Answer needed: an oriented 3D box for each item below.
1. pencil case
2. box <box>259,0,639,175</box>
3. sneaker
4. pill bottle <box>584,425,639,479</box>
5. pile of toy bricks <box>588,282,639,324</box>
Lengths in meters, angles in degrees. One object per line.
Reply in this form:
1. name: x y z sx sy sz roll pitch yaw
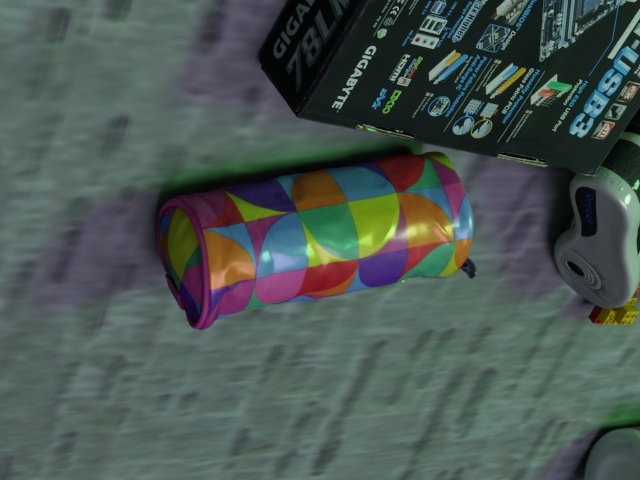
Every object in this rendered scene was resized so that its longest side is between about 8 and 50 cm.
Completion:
1. pencil case: 0.000 0.000 1.220 0.236 0.104 0.104 -8 135 -27
2. box: 0.149 -0.193 1.142 0.293 0.073 0.295 6 126 -39
3. sneaker: 0.260 -0.031 1.383 0.121 0.079 0.217 -48 162 -18
4. pill bottle: 0.389 0.243 1.718 0.221 0.124 0.124 -3 132 -34
5. pile of toy bricks: 0.329 0.012 1.452 0.118 0.105 0.212 0 131 -35
